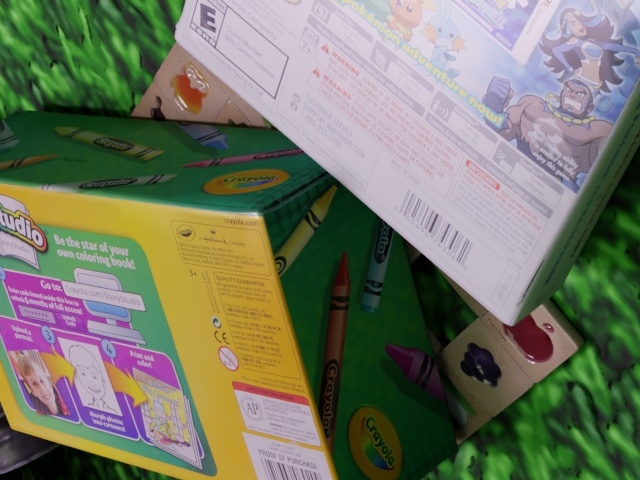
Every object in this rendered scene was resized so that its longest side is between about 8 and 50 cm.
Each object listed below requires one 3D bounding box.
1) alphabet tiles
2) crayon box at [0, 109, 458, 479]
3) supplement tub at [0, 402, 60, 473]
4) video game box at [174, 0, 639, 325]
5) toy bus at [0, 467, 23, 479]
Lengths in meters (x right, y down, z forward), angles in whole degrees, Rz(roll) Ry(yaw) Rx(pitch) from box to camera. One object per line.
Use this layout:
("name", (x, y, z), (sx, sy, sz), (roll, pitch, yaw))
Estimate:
("alphabet tiles", (0.000, 0.000, 0.872), (0.237, 0.009, 0.198), (51, 143, 7))
("crayon box", (-0.075, 0.030, 0.901), (0.278, 0.081, 0.165), (8, 123, 45))
("supplement tub", (-0.213, 0.037, 1.054), (0.106, 0.106, 0.198), (-15, 105, 52))
("video game box", (0.043, -0.096, 0.715), (0.205, 0.048, 0.187), (41, 140, 18))
("toy bus", (-0.249, 0.209, 1.094), (0.211, 0.149, 0.220), (55, -178, 26))
